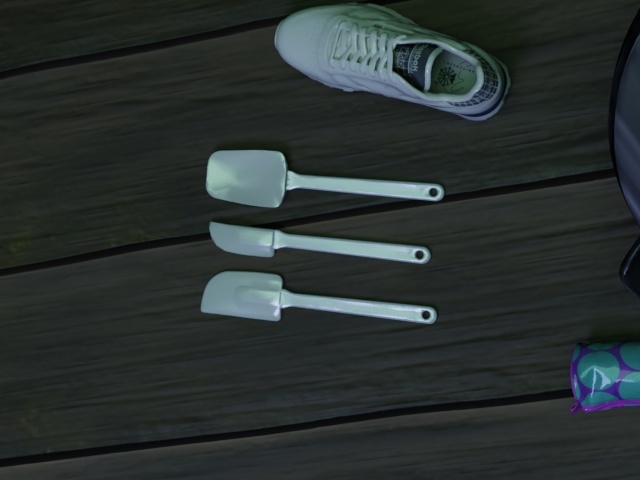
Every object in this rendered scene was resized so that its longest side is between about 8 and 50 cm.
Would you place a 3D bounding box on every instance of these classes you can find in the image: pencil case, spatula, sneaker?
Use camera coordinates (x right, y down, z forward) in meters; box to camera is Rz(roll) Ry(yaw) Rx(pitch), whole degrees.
[{"bbox_3d":[0.307,0.128,1.553,0.152,0.064,0.070,0,67,16],"label":"pencil case"},{"bbox_3d":[0.000,0.000,1.661,0.242,0.019,0.168,5,92,16],"label":"spatula"},{"bbox_3d":[0.062,-0.176,1.600,0.235,0.095,0.090,14,97,17],"label":"sneaker"}]

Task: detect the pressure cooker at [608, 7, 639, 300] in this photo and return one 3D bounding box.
[{"bbox_3d":[0.428,-0.084,1.347,0.370,0.420,0.375,-10,113,-2],"label":"pressure cooker"}]
